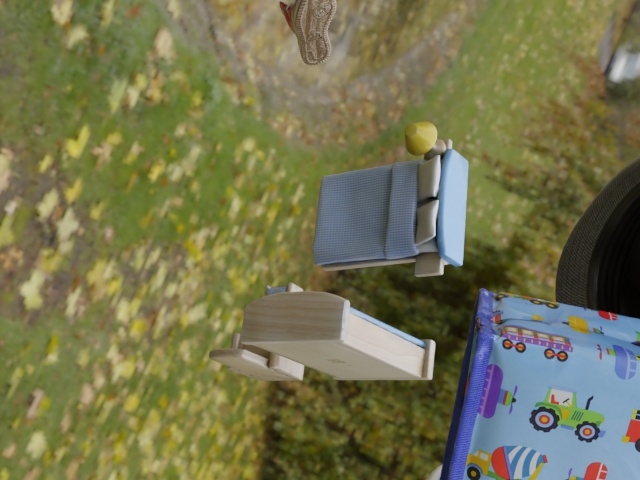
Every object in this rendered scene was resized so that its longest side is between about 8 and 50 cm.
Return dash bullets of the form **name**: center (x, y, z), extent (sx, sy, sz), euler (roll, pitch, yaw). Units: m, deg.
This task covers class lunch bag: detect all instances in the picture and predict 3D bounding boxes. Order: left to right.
- **lunch bag**: center (0.202, 0.210, 0.917), extent (0.138, 0.221, 0.293), euler (-59, 159, -76)

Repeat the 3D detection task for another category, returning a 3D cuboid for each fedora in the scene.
- **fedora**: center (0.359, 0.035, 1.138), extent (0.275, 0.124, 0.243), euler (124, -34, -44)

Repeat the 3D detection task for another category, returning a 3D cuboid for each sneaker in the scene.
- **sneaker**: center (-0.014, -0.232, 1.160), extent (0.118, 0.042, 0.067), euler (94, -22, -62)

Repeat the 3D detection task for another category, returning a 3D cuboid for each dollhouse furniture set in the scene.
- **dollhouse furniture set**: center (0.000, 0.000, 1.418), extent (0.198, 0.286, 0.303), euler (30, 62, -50)

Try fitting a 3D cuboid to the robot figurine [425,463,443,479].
- **robot figurine**: center (0.188, 0.428, 1.553), extent (0.300, 0.200, 0.353), euler (-42, 161, -50)
